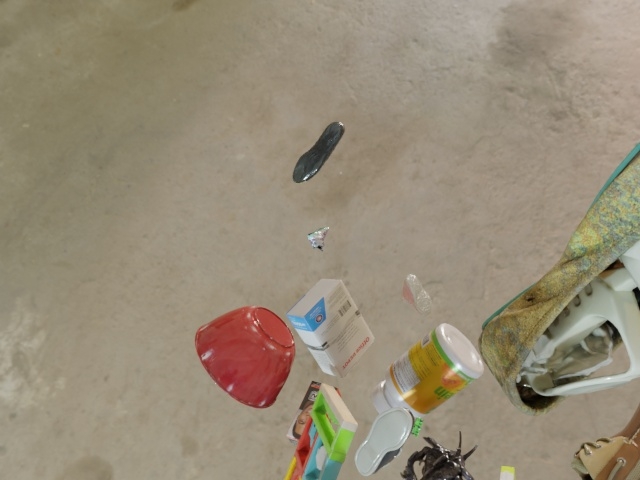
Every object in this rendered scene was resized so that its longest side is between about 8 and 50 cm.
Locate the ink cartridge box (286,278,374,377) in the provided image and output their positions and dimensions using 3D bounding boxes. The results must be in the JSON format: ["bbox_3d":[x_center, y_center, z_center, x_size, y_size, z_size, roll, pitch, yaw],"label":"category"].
[{"bbox_3d":[0.029,0.222,1.175,0.148,0.085,0.203,-42,113,-32],"label":"ink cartridge box"}]

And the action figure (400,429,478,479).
[{"bbox_3d":[0.226,0.533,0.974,0.275,0.141,0.164,-35,38,-16],"label":"action figure"}]

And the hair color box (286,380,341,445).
[{"bbox_3d":[-0.013,0.399,1.053,0.071,0.043,0.141,6,47,26],"label":"hair color box"}]

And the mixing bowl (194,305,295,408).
[{"bbox_3d":[-0.109,0.176,0.777,0.098,0.181,0.181,-47,70,11],"label":"mixing bowl"}]

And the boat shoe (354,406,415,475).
[{"bbox_3d":[0.089,0.258,0.596,0.038,0.125,0.046,2,34,-40],"label":"boat shoe"}]

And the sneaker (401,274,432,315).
[{"bbox_3d":[0.276,0.171,1.336,0.050,0.070,0.134,-7,50,-19],"label":"sneaker"}]

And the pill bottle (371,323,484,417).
[{"bbox_3d":[0.236,0.315,1.057,0.246,0.136,0.136,-47,67,23],"label":"pill bottle"}]

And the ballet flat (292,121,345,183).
[{"bbox_3d":[-0.001,-0.195,1.054,0.057,0.049,0.173,46,106,15],"label":"ballet flat"}]

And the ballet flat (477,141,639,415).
[{"bbox_3d":[0.249,0.041,0.373,0.123,0.349,0.123,11,46,-11],"label":"ballet flat"}]

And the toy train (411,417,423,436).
[{"bbox_3d":[0.285,0.552,1.363,0.023,0.083,0.017,20,37,16],"label":"toy train"}]

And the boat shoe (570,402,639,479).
[{"bbox_3d":[0.452,0.362,0.705,0.119,0.123,0.324,22,66,33],"label":"boat shoe"}]

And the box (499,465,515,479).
[{"bbox_3d":[0.540,0.737,1.323,0.042,0.178,0.109,-5,83,24],"label":"box"}]

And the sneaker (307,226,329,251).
[{"bbox_3d":[0.000,0.000,1.448,0.098,0.038,0.069,-27,102,-47],"label":"sneaker"}]

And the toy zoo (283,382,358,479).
[{"bbox_3d":[-0.020,0.440,0.865,0.030,0.192,0.293,22,88,-11],"label":"toy zoo"}]
